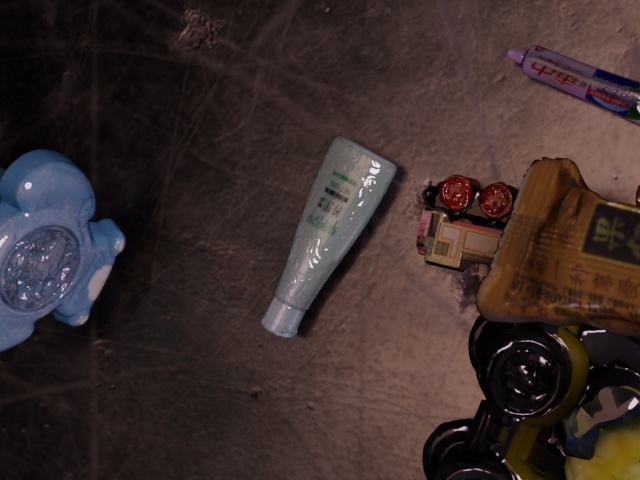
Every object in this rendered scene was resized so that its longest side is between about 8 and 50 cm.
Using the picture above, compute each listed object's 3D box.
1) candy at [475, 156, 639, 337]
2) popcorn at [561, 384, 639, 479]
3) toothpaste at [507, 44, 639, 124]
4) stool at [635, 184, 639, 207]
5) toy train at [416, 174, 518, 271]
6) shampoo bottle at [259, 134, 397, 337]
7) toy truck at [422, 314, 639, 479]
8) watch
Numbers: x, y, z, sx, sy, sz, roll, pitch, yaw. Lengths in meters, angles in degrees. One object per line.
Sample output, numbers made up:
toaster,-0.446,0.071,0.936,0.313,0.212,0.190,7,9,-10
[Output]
candy,0.250,0.023,1.032,0.271,0.101,0.143,15,80,34
popcorn,0.309,0.239,1.035,0.293,0.237,0.293,1,94,15
toothpaste,0.242,-0.135,1.201,0.170,0.028,0.045,25,101,17
stool,0.347,-0.080,1.106,0.139,0.153,0.228,7,47,32
toy train,0.155,-0.009,1.215,0.138,0.050,0.087,13,95,20
shampoo bottle,0.000,0.000,1.277,0.069,0.041,0.191,29,97,15
toy truck,0.186,0.163,1.150,0.165,0.147,0.224,21,97,-1
watch,-0.321,-0.011,1.340,0.193,0.211,0.211,33,98,35
